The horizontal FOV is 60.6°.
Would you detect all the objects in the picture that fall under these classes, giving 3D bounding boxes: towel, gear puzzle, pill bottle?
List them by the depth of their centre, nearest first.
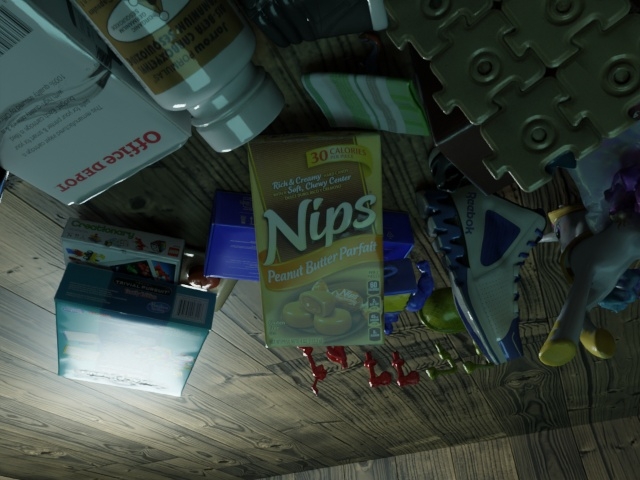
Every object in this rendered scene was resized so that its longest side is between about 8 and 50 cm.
[{"bbox_3d":[0.158,-0.219,0.514,0.175,0.339,0.044,-37,171,22],"label":"gear puzzle"},{"bbox_3d":[-0.142,-0.210,0.567,0.131,0.131,0.229,-22,125,24],"label":"pill bottle"},{"bbox_3d":[0.059,-0.173,0.704,0.152,0.023,0.113,15,165,31],"label":"towel"}]

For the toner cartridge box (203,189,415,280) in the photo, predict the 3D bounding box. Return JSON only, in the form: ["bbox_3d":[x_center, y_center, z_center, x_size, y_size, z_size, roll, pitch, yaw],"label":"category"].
[{"bbox_3d":[-0.026,0.008,0.983,0.348,0.075,0.165,6,145,-15],"label":"toner cartridge box"}]

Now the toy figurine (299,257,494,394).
[{"bbox_3d":[0.136,0.118,0.942,0.363,0.191,0.217,-5,140,-3],"label":"toy figurine"}]

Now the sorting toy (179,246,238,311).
[{"bbox_3d":[-0.300,0.108,1.126,0.229,0.041,0.307,11,142,-21],"label":"sorting toy"}]

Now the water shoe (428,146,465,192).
[{"bbox_3d":[0.247,-0.142,0.794,0.073,0.080,0.203,19,139,-30],"label":"water shoe"}]

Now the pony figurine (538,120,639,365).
[{"bbox_3d":[0.454,-0.016,0.796,0.303,0.363,0.351,32,130,-8],"label":"pony figurine"}]

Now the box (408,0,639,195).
[{"bbox_3d":[0.297,-0.228,0.582,0.381,0.191,0.143,-27,139,29],"label":"box"}]

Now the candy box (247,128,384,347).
[{"bbox_3d":[0.000,0.000,0.814,0.183,0.087,0.316,-2,109,3],"label":"candy box"}]

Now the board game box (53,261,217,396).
[{"bbox_3d":[-0.360,0.185,1.045,0.254,0.079,0.336,15,142,-15],"label":"board game box"}]

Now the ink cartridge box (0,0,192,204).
[{"bbox_3d":[-0.327,-0.198,0.610,0.223,0.129,0.307,-22,142,24],"label":"ink cartridge box"}]

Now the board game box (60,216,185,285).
[{"bbox_3d":[-0.365,0.085,1.025,0.193,0.053,0.305,12,142,-11],"label":"board game box"}]

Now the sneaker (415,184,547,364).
[{"bbox_3d":[0.296,0.033,0.897,0.182,0.315,0.127,-21,175,4],"label":"sneaker"}]

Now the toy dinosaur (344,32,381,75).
[{"bbox_3d":[0.063,-0.228,0.708,0.090,0.047,0.082,-19,150,-43],"label":"toy dinosaur"}]

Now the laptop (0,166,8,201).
[{"bbox_3d":[-0.605,-0.065,0.646,0.382,0.408,0.236,18,114,-28],"label":"laptop"}]

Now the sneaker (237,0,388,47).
[{"bbox_3d":[-0.036,-0.299,0.518,0.147,0.104,0.295,-18,147,10],"label":"sneaker"}]
